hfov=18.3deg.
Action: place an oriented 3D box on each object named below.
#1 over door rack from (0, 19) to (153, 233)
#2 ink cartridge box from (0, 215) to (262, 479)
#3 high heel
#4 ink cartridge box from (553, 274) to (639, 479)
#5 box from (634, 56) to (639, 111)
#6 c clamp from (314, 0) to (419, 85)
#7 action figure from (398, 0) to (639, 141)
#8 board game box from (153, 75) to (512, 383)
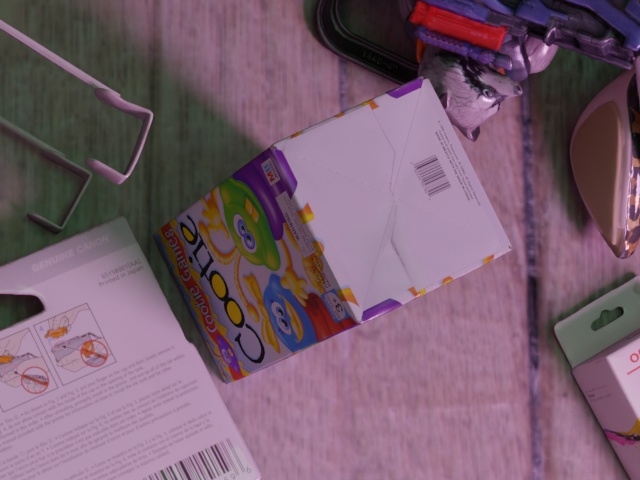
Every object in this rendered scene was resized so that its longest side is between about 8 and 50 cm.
[{"bbox_3d":[-0.262,-0.162,1.474,0.324,0.239,0.108,43,71,-7],"label":"over door rack"},{"bbox_3d":[-0.218,0.141,1.513,0.275,0.060,0.239,-24,79,-25],"label":"ink cartridge box"},{"bbox_3d":[0.318,-0.109,1.784,0.186,0.093,0.261,3,78,-30],"label":"high heel"},{"bbox_3d":[0.301,0.132,1.721,0.115,0.067,0.198,-29,88,-25],"label":"ink cartridge box"},{"bbox_3d":[0.391,-0.132,1.689,0.181,0.182,0.119,-34,122,-45],"label":"box"},{"bbox_3d":[0.074,-0.201,1.742,0.160,0.022,0.137,18,76,-19],"label":"c clamp"},{"bbox_3d":[0.204,-0.222,1.688,0.341,0.178,0.330,29,76,17],"label":"action figure"},{"bbox_3d":[0.000,0.000,1.516,0.142,0.275,0.144,-25,87,-25],"label":"board game box"}]
